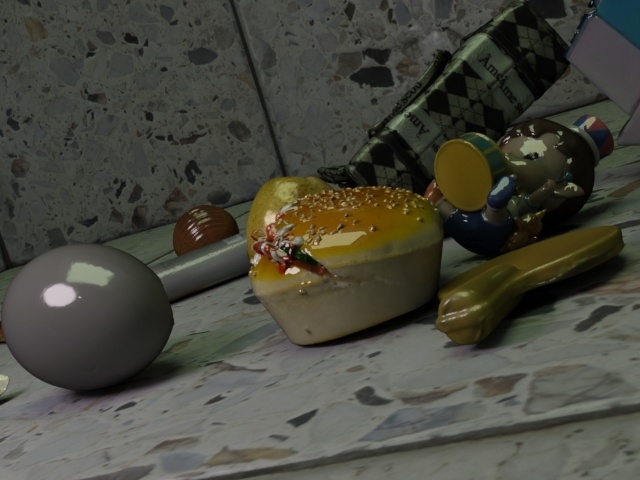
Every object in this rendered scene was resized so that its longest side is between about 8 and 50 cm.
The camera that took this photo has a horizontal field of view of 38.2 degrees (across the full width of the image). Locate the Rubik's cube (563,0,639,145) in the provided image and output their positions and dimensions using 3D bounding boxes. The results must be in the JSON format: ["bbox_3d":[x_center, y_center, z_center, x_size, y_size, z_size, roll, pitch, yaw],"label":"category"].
[{"bbox_3d":[0.589,-0.307,1.380,0.358,0.368,0.387,-44,-19,-48],"label":"Rubik's cube"}]

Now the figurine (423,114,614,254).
[{"bbox_3d":[0.270,-0.086,1.220,0.275,0.158,0.161,-24,19,-39],"label":"figurine"}]

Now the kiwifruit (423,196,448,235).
[{"bbox_3d":[0.193,-0.045,1.422,0.124,0.075,0.075,-18,6,-37],"label":"kiwifruit"}]

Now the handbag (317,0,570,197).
[{"bbox_3d":[0.189,-0.209,1.591,0.416,0.180,0.317,-44,11,-9],"label":"handbag"}]

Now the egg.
[{"bbox_3d":[-0.273,0.089,1.096,0.232,0.176,0.176,-8,12,39],"label":"egg"}]

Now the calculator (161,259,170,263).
[{"bbox_3d":[-0.338,0.062,2.039,0.095,0.021,0.153,-12,10,33],"label":"calculator"}]

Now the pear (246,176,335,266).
[{"bbox_3d":[-0.033,-0.012,1.341,0.178,0.178,0.178,-17,7,2],"label":"pear"}]

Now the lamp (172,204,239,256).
[{"bbox_3d":[-0.228,-0.005,1.851,0.136,0.136,0.136,-17,7,2],"label":"lamp"}]

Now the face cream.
[{"bbox_3d":[-0.228,0.056,1.633,0.269,0.073,0.107,-20,3,-24],"label":"face cream"}]

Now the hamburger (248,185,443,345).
[{"bbox_3d":[0.034,0.013,1.074,0.227,0.151,0.295,-16,5,7],"label":"hamburger"}]

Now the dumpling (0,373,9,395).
[{"bbox_3d":[-0.447,0.203,1.202,0.076,0.057,0.052,5,-43,-29],"label":"dumpling"}]

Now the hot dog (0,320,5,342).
[{"bbox_3d":[-0.574,0.163,1.739,0.066,0.047,0.216,-21,8,-43],"label":"hot dog"}]

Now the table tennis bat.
[{"bbox_3d":[0.193,0.036,0.928,0.198,0.050,0.321,-18,3,30],"label":"table tennis bat"}]
